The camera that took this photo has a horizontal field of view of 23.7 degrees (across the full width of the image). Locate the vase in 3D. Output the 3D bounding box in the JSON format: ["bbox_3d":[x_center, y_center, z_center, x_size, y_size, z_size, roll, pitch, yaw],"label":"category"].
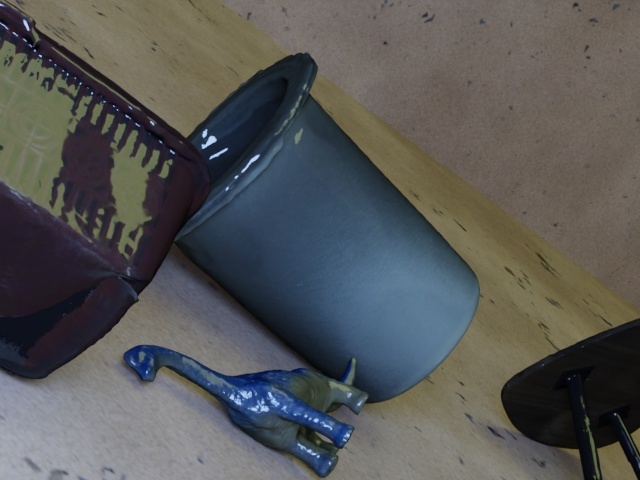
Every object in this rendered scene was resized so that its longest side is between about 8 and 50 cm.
[{"bbox_3d":[0.000,0.000,1.470,0.291,0.245,0.245,43,11,-21],"label":"vase"}]

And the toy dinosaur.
[{"bbox_3d":[-0.052,0.116,1.285,0.188,0.075,0.248,34,19,3],"label":"toy dinosaur"}]

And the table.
[{"bbox_3d":[0.412,0.249,1.764,0.317,0.317,0.249,25,35,-49],"label":"table"}]

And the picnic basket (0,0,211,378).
[{"bbox_3d":[-0.237,-0.033,1.000,0.297,0.222,0.129,35,37,-24],"label":"picnic basket"}]
